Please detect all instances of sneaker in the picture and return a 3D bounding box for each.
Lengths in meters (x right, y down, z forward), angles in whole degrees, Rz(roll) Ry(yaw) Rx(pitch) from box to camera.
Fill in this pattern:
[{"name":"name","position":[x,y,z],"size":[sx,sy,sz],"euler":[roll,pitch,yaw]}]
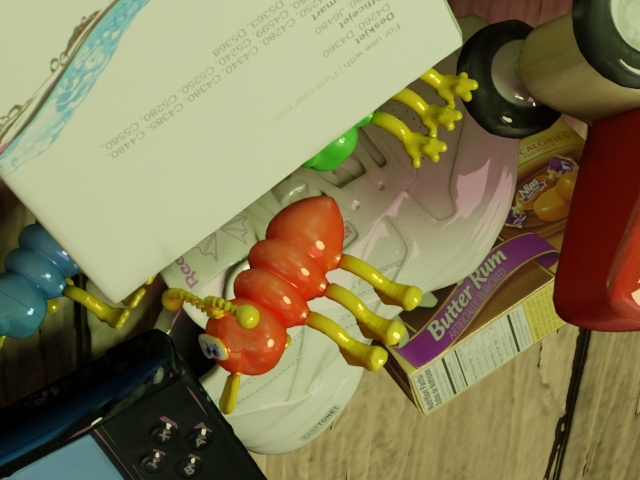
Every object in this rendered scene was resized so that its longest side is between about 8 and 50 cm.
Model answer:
[{"name":"sneaker","position":[0.000,0.000,1.011],"size":[0.152,0.114,0.305],"euler":[17,115,-43]}]

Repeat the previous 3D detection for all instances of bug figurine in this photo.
[{"name":"bug figurine","position":[-0.056,-0.022,0.855],"size":[0.072,0.279,0.216],"euler":[46,63,-33]}]

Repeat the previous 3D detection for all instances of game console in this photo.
[{"name":"game console","position":[-0.181,0.187,0.946],"size":[0.293,0.173,0.250],"euler":[-27,123,6]}]

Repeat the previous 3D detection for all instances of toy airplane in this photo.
[{"name":"toy airplane","position":[0.285,-0.126,0.902],"size":[0.272,0.386,0.384],"euler":[44,114,-10]}]

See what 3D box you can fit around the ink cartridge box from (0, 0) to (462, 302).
[{"name":"ink cartridge box","position":[-0.105,-0.155,0.720],"size":[0.197,0.198,0.270],"euler":[-38,140,-3]}]

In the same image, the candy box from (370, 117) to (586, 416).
[{"name":"candy box","position":[0.108,0.014,1.113],"size":[0.186,0.109,0.053],"euler":[-32,140,-9]}]
